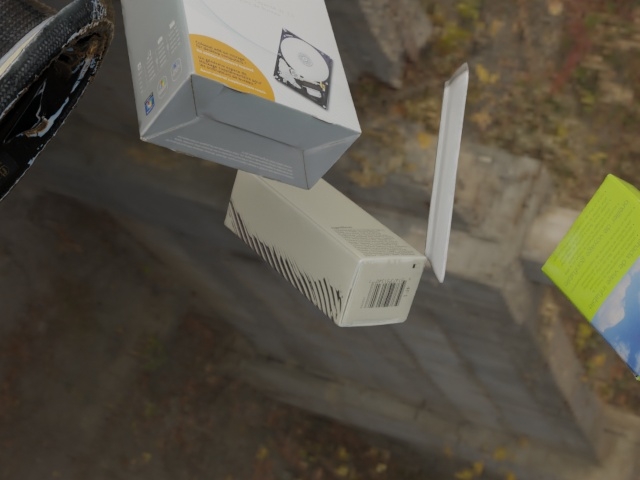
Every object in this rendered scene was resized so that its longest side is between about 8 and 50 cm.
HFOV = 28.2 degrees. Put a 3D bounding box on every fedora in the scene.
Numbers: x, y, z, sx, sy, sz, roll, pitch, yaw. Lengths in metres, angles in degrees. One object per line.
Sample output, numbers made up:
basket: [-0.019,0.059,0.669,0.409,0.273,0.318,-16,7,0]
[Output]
fedora: [-0.357,-0.147,1.275,0.334,0.152,0.334,-53,-179,2]

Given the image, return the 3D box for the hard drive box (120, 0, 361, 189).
hard drive box: [-0.079,-0.178,1.159,0.181,0.089,0.232,15,44,-34]

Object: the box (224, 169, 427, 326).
box: [0.000,0.000,1.587,0.113,0.275,0.094,0,116,-37]

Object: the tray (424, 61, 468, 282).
tray: [0.161,-0.091,1.643,0.145,0.030,0.270,-69,165,-77]

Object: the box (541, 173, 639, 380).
box: [0.266,0.036,1.052,0.042,0.178,0.109,19,113,-34]
